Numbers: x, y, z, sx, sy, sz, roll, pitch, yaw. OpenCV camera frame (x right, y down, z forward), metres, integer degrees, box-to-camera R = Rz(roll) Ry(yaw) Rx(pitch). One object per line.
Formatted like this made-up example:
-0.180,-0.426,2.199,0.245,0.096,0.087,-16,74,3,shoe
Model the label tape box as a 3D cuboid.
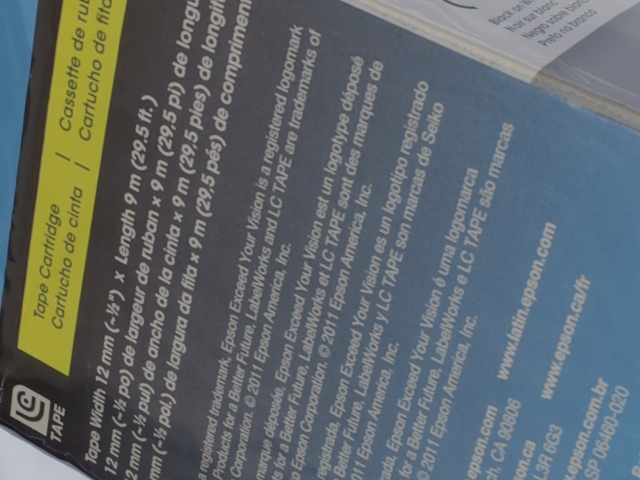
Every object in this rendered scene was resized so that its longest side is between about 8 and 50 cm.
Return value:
0.000,0.000,0.671,0.348,0.115,0.249,28,-56,23,label tape box
